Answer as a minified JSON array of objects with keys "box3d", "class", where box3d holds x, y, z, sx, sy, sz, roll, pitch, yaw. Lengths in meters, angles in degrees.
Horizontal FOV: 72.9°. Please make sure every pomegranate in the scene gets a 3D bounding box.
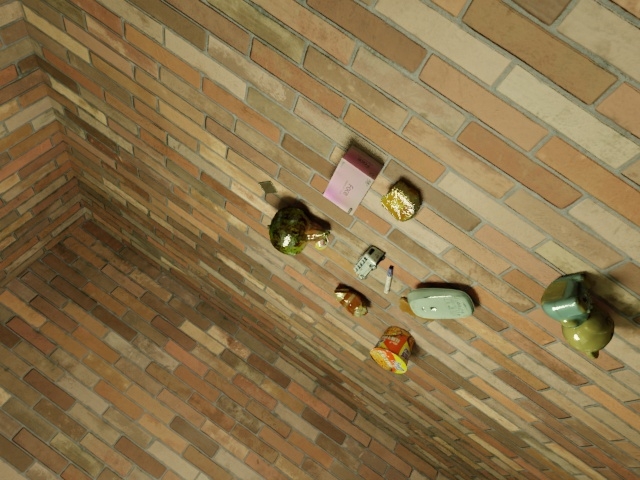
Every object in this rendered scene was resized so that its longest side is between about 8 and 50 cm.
[{"box3d":[-0.103,-0.052,2.004,0.222,0.276,0.204,82,169,-51],"class":"pomegranate"}]

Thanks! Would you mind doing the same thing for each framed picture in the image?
[{"box3d":[-0.246,-0.247,2.028,0.089,0.007,0.066,-2,131,43],"class":"framed picture"}]

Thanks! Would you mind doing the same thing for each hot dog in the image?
[{"box3d":[0.162,0.315,2.270,0.213,0.103,0.146,44,169,5],"class":"hot dog"}]

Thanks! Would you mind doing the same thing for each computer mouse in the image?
[{"box3d":[0.517,0.260,1.875,0.288,0.097,0.159,-11,124,35],"class":"computer mouse"}]

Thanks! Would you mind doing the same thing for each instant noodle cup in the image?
[{"box3d":[0.391,0.571,2.299,0.213,0.174,0.213,23,144,18],"class":"instant noodle cup"}]

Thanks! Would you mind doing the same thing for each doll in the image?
[{"box3d":[0.878,0.260,1.469,0.261,0.177,0.161,47,141,-11],"class":"doll"}]

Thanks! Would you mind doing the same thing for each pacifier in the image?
[{"box3d":[0.000,0.000,2.078,0.064,0.068,0.083,-135,29,-63],"class":"pacifier"}]

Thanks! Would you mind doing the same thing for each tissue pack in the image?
[{"box3d":[0.117,-0.224,1.646,0.148,0.092,0.246,36,148,4],"class":"tissue pack"}]

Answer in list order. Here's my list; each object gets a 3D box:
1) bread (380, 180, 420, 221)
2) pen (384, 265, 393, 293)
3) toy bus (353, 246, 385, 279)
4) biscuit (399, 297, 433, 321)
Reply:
[{"box3d":[0.303,-0.143,1.597,0.140,0.069,0.128,41,146,-1],"class":"bread"},{"box3d":[0.319,0.185,2.027,0.025,0.025,0.204,24,144,19],"class":"pen"},{"box3d":[0.215,0.104,1.972,0.089,0.087,0.194,41,148,6],"class":"toy bus"},{"box3d":[0.460,0.326,2.067,0.184,0.027,0.133,8,137,34],"class":"biscuit"}]
